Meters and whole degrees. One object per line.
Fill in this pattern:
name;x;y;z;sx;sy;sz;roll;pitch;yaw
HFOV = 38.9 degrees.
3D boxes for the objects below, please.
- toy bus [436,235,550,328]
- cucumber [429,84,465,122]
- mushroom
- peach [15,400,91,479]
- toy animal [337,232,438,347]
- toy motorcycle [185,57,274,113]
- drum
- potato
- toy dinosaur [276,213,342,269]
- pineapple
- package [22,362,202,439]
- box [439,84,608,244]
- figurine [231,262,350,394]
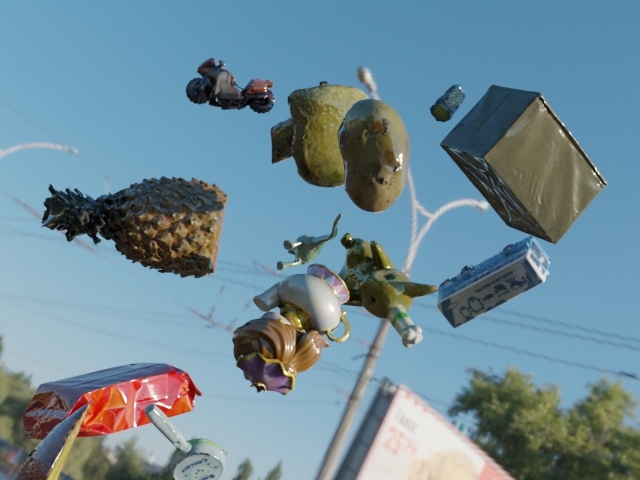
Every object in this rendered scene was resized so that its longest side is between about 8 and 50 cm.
toy bus;0.447;0.109;2.365;0.297;0.131;0.106;-32;-76;27
cucumber;0.248;-0.266;1.746;0.043;0.044;0.257;46;23;-2
mushroom;0.020;-0.272;2.324;0.291;0.212;0.217;2;-40;-8
peach;-0.499;0.406;1.625;0.068;0.279;0.189;25;-24;-8
toy animal;0.141;0.111;2.221;0.180;0.181;0.363;32;0;-25
toy motorcycle;-0.211;-0.370;2.156;0.212;0.118;0.084;8;-16;-8
drum;-0.269;0.419;1.877;0.049;0.130;0.253;-110;-173;-53
potato;0.127;-0.195;2.084;0.164;0.263;0.165;-8;6;1
toy dinosaur;-0.042;0.020;2.118;0.076;0.129;0.383;63;-16;-2
pineapple;-0.363;-0.041;1.787;0.361;0.202;0.202;9;-16;-12
package;-0.493;0.378;2.142;0.195;0.123;0.423;-3;3;41
box;0.352;-0.135;1.578;0.231;0.149;0.155;45;-6;-28
figurine;-0.059;0.166;1.667;0.189;0.263;0.142;28;-33;22
